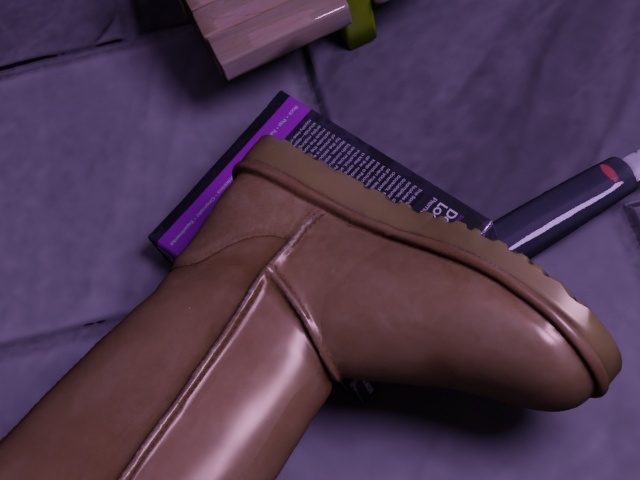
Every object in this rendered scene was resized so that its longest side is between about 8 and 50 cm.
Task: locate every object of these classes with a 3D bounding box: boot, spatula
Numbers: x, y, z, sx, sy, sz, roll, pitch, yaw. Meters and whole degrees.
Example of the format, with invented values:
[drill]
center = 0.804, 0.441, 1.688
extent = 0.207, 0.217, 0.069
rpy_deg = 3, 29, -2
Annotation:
[boot]
center = -0.026, 0.103, 0.714
extent = 0.236, 0.089, 0.269
rpy_deg = 27, 70, 32
[spatula]
center = 0.189, -0.043, 0.848
extent = 0.296, 0.030, 0.084
rpy_deg = -26, 50, -11

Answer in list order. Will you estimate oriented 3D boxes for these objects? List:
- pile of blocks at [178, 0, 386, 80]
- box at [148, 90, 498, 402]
[pile of blocks]
center = 0.051, -0.224, 0.972
extent = 0.149, 0.112, 0.362
rpy_deg = 37, 77, 20
[box]
center = 0.000, 0.000, 0.833
extent = 0.162, 0.029, 0.116
rpy_deg = 34, 76, 33
